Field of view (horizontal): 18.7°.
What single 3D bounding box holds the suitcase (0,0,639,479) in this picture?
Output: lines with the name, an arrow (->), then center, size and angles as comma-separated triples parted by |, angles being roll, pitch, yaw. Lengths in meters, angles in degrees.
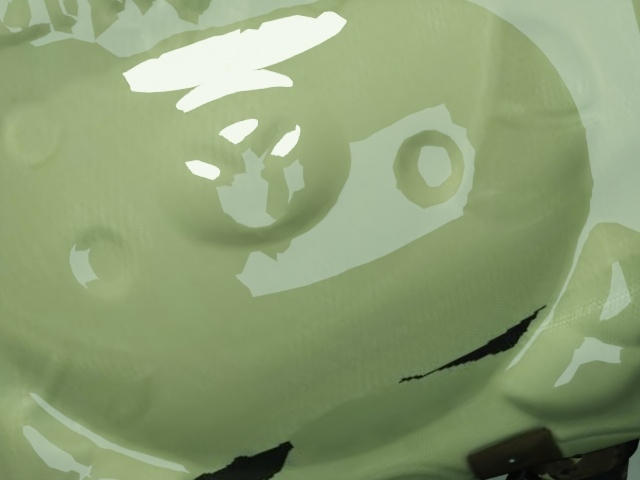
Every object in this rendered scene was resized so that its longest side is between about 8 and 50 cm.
suitcase -> 0.000, 0.000, 0.746 | 0.351, 0.194, 0.339 | -16, 104, 7
